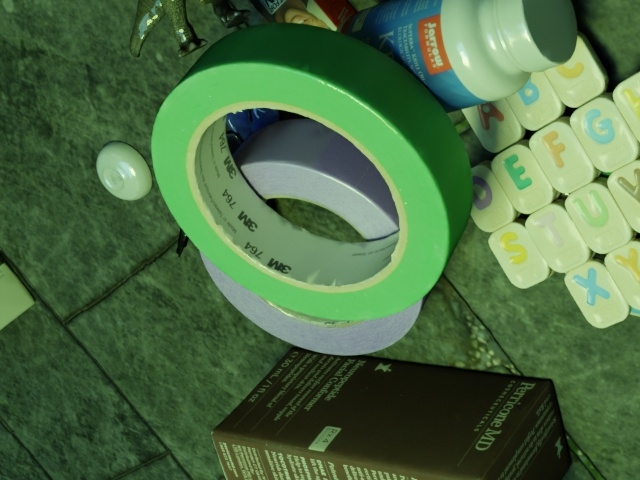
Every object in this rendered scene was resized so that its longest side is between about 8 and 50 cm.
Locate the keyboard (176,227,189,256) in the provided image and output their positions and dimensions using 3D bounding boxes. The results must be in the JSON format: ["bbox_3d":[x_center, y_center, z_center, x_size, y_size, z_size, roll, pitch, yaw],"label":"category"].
[{"bbox_3d":[-0.146,-0.035,1.605,0.038,0.100,0.192,9,173,-8],"label":"keyboard"}]

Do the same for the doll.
[{"bbox_3d":[-0.084,-0.112,1.556,0.129,0.046,0.189,13,135,17],"label":"doll"}]

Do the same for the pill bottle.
[{"bbox_3d":[0.127,-0.187,1.282,0.221,0.124,0.124,-13,112,43],"label":"pill bottle"}]

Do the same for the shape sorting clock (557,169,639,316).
[{"bbox_3d":[0.308,-0.009,1.337,0.206,0.040,0.206,20,131,25],"label":"shape sorting clock"}]

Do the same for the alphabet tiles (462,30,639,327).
[{"bbox_3d":[0.258,-0.053,1.313,0.284,0.021,0.278,-30,89,48],"label":"alphabet tiles"}]

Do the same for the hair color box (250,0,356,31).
[{"bbox_3d":[-0.014,-0.240,1.409,0.141,0.043,0.072,49,136,-4],"label":"hair color box"}]

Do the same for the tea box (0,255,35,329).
[{"bbox_3d":[-0.664,0.077,1.937,0.220,0.329,0.323,-24,103,46],"label":"tea box"}]

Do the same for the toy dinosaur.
[{"bbox_3d":[-0.134,-0.295,1.387,0.160,0.121,0.313,65,157,11],"label":"toy dinosaur"}]

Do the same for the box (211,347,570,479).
[{"bbox_3d":[0.079,0.251,1.597,0.381,0.191,0.143,5,123,35],"label":"box"}]

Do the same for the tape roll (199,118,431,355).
[{"bbox_3d":[0.000,0.000,1.512,0.275,0.090,0.275,16,134,17],"label":"tape roll"}]

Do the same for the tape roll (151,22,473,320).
[{"bbox_3d":[-0.011,-0.061,1.336,0.321,0.077,0.321,17,136,17],"label":"tape roll"}]

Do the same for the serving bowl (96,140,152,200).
[{"bbox_3d":[-0.257,-0.085,1.723,0.083,0.027,0.083,19,131,24],"label":"serving bowl"}]
